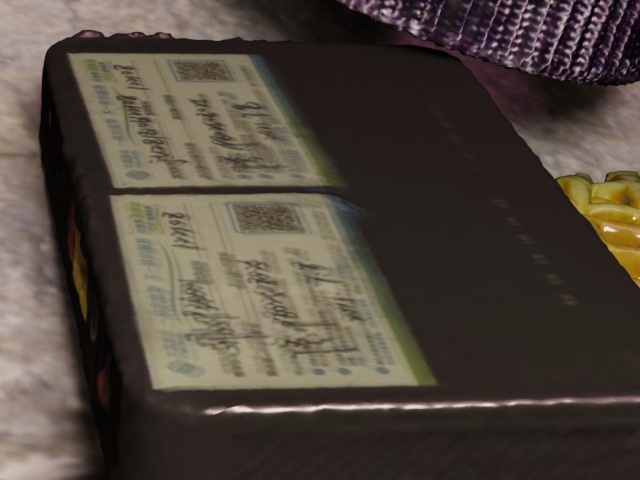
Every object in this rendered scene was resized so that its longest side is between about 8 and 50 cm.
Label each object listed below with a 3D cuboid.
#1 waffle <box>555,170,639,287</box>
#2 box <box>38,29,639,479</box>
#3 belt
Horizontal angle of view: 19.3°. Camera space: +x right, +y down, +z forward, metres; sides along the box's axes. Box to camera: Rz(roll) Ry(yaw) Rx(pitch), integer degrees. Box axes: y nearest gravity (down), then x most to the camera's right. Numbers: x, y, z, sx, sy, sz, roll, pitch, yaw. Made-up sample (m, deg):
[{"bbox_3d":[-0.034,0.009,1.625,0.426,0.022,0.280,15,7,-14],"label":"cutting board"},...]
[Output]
[{"bbox_3d":[0.160,0.027,0.898,0.214,0.054,0.207,36,36,32],"label":"waffle"},{"bbox_3d":[0.000,0.000,0.776,0.211,0.058,0.350,-1,27,-13],"label":"box"},{"bbox_3d":[0.077,-0.175,1.041,0.260,0.122,0.325,21,18,2],"label":"belt"}]
